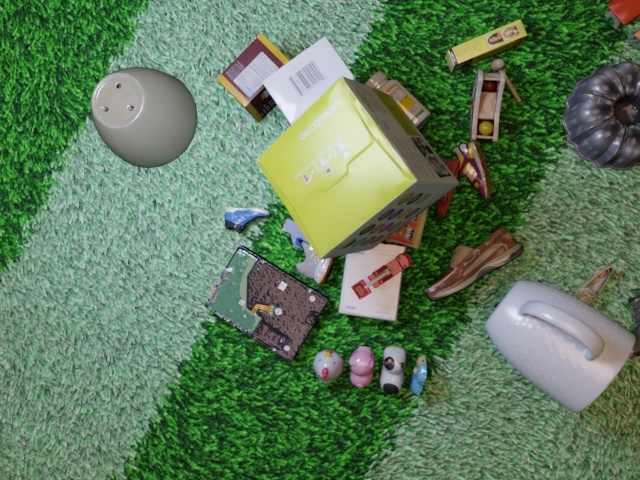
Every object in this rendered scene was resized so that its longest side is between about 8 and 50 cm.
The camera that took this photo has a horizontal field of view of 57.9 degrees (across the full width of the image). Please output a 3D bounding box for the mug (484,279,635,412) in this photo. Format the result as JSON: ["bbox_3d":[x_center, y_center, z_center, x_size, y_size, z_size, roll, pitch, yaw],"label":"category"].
[{"bbox_3d":[0.643,0.260,1.588,0.328,0.374,0.276,37,82,17],"label":"mug"}]

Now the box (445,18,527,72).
[{"bbox_3d":[0.506,-0.596,1.779,0.233,0.087,0.058,-22,87,5],"label":"box"}]

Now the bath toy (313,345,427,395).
[{"bbox_3d":[0.146,0.391,1.767,0.349,0.129,0.151,4,89,8],"label":"bath toy"}]

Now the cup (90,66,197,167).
[{"bbox_3d":[-0.591,-0.414,1.837,0.332,0.237,0.330,0,88,8],"label":"cup"}]

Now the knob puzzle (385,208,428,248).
[{"bbox_3d":[0.220,-0.065,1.767,0.213,0.030,0.213,13,129,17],"label":"knob puzzle"}]

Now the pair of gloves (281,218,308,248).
[{"bbox_3d":[-0.044,-0.071,1.822,0.159,0.023,0.198,21,82,39],"label":"pair of gloves"}]

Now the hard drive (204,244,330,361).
[{"bbox_3d":[-0.172,0.197,1.847,0.339,0.064,0.236,30,92,7],"label":"hard drive"}]

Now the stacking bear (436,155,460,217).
[{"bbox_3d":[0.263,-0.203,1.764,0.289,0.175,0.164,16,71,16],"label":"stacking bear"}]

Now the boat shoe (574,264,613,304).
[{"bbox_3d":[0.818,0.138,1.729,0.056,0.048,0.153,41,93,7],"label":"boat shoe"}]

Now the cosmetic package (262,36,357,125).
[{"bbox_3d":[-0.001,-0.403,1.686,0.217,0.385,0.156,-35,80,7],"label":"cosmetic package"}]

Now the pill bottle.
[{"bbox_3d":[0.230,-0.422,1.791,0.117,0.117,0.208,-45,84,4],"label":"pill bottle"}]

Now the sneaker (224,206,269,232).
[{"bbox_3d":[-0.239,-0.062,1.866,0.152,0.058,0.084,3,83,12],"label":"sneaker"}]

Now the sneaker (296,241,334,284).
[{"bbox_3d":[0.000,0.000,1.819,0.121,0.099,0.262,21,89,12],"label":"sneaker"}]

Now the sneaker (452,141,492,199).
[{"bbox_3d":[0.469,-0.210,1.785,0.084,0.070,0.185,-15,93,32],"label":"sneaker"}]

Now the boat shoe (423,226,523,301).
[{"bbox_3d":[0.450,0.070,1.753,0.324,0.122,0.119,-30,79,-3],"label":"boat shoe"}]

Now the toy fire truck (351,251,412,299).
[{"bbox_3d":[0.182,0.099,1.679,0.192,0.135,0.047,-34,84,5],"label":"toy fire truck"}]

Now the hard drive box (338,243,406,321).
[{"bbox_3d":[0.161,0.122,1.794,0.181,0.089,0.231,8,88,8],"label":"hard drive box"}]

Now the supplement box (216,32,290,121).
[{"bbox_3d":[-0.189,-0.502,1.810,0.194,0.191,0.129,-44,83,3],"label":"supplement box"}]

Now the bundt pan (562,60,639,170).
[{"bbox_3d":[0.899,-0.376,1.701,0.331,0.124,0.330,0,88,8],"label":"bundt pan"}]

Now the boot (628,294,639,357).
[{"bbox_3d":[0.946,0.243,1.703,0.247,0.083,0.161,-23,78,0],"label":"boot"}]

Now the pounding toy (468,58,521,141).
[{"bbox_3d":[0.535,-0.427,1.733,0.155,0.154,0.269,5,89,8],"label":"pounding toy"}]

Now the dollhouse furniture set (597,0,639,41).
[{"bbox_3d":[0.973,-0.741,1.697,0.259,0.135,0.262,-38,84,5],"label":"dollhouse furniture set"}]

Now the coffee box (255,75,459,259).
[{"bbox_3d":[0.102,-0.187,1.576,0.338,0.334,0.338,-40,74,26],"label":"coffee box"}]
